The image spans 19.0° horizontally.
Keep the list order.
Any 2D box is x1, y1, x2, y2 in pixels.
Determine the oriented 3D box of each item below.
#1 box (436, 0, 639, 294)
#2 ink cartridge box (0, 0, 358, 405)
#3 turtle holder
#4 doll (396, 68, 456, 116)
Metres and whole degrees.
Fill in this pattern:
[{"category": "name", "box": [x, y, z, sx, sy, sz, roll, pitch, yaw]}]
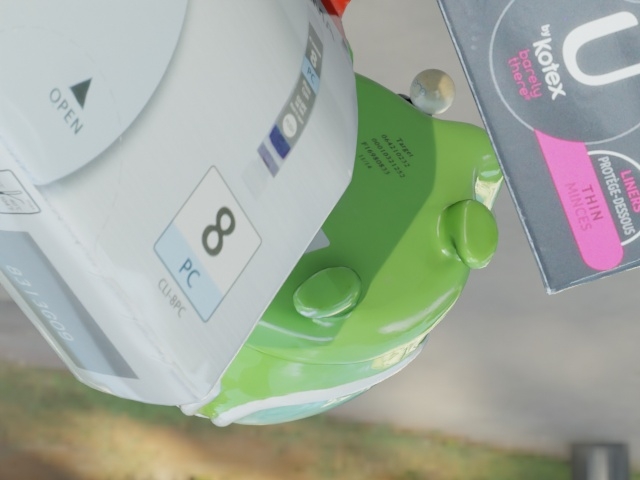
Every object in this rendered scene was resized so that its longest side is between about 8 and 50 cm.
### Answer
[{"category": "box", "box": [0.149, -0.118, 0.889, 0.143, 0.165, 0.270, -17, -160, 16]}, {"category": "ink cartridge box", "box": [-0.054, -0.169, 0.852, 0.091, 0.385, 0.308, 7, 142, 41]}, {"category": "turtle holder", "box": [-0.018, -0.007, 1.328, 0.243, 0.320, 0.227, 33, 137, 2]}, {"category": "doll", "box": [0.057, -0.059, 1.568, 0.046, 0.129, 0.189, 13, 119, -38]}]
